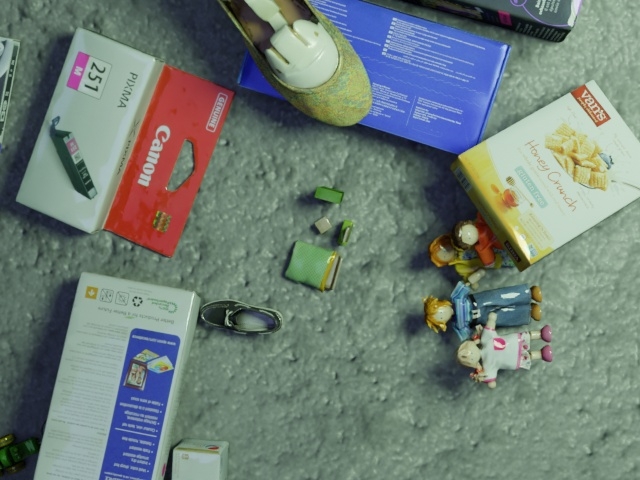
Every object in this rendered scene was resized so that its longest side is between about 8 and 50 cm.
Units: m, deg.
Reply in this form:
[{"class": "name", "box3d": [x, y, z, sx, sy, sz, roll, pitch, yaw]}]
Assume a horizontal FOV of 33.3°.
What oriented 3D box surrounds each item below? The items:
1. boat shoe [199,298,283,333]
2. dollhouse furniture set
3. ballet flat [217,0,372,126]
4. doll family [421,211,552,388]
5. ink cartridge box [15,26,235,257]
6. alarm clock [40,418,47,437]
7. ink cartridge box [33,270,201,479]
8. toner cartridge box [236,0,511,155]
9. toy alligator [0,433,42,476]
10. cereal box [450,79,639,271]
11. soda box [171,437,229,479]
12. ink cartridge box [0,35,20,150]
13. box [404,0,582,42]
[{"class": "boat shoe", "box3d": [-0.119, 0.115, 1.572, 0.125, 0.038, 0.046, 10, 96, 6]}, {"class": "dollhouse furniture set", "box3d": [0.000, 0.000, 1.535, 0.076, 0.058, 0.151, 17, 97, 6]}, {"class": "ballet flat", "box3d": [-0.061, -0.293, 1.412, 0.123, 0.123, 0.348, -36, 89, 9]}, {"class": "doll family", "box3d": [0.225, 0.067, 1.494, 0.163, 0.118, 0.263, -4, 99, -10]}, {"class": "ink cartridge box", "box3d": [-0.285, -0.138, 1.561, 0.239, 0.060, 0.275, 23, 98, 6]}, {"class": "alarm clock", "box3d": [-0.343, 0.334, 1.609, 0.192, 0.064, 0.129, 41, 99, 0]}, {"class": "ink cartridge box", "box3d": [-0.297, 0.240, 1.547, 0.176, 0.069, 0.371, 10, 78, 6]}, {"class": "toner cartridge box", "box3d": [0.074, -0.242, 1.495, 0.348, 0.075, 0.165, 19, 96, 5]}, {"class": "toy alligator", "box3d": [-0.471, 0.326, 1.630, 0.190, 0.051, 0.056, -22, 93, 9]}, {"class": "cereal box", "box3d": [0.317, -0.090, 1.429, 0.240, 0.047, 0.173, -31, 80, -17]}, {"class": "soda box", "box3d": [-0.182, 0.408, 1.592, 0.074, 0.069, 0.216, 4, 95, 7]}, {"class": "ink cartridge box", "box3d": [-0.565, -0.218, 1.597, 0.206, 0.045, 0.208, 13, 98, 6]}, {"class": "box", "box3d": [0.223, -0.382, 1.427, 0.270, 0.143, 0.165, 17, 95, 5]}]
